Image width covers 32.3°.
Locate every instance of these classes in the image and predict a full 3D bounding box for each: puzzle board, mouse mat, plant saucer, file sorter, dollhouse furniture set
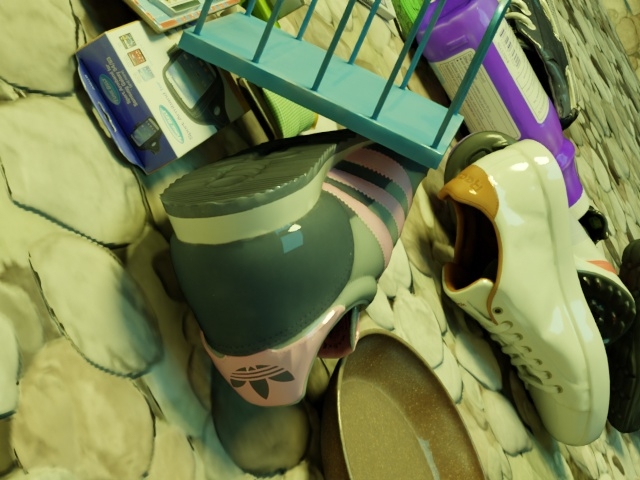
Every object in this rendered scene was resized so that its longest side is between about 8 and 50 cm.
[{"bbox_3d":[-0.107,-0.177,0.697,0.096,0.011,0.128,43,27,0],"label":"puzzle board"},{"bbox_3d":[0.091,-0.290,1.237,0.153,0.007,0.189,3,65,-63],"label":"mouse mat"},{"bbox_3d":[0.053,0.155,0.710,0.198,0.036,0.198,43,33,-37],"label":"plant saucer"},{"bbox_3d":[0.023,-0.137,0.683,0.170,0.104,0.118,27,22,4],"label":"file sorter"},{"bbox_3d":[-0.032,-0.149,0.798,0.151,0.059,0.076,60,25,-10],"label":"dollhouse furniture set"}]

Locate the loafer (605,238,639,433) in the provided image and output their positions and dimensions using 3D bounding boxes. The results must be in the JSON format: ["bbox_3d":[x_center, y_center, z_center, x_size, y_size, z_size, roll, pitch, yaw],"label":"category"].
[{"bbox_3d":[0.358,0.105,1.198,0.076,0.078,0.223,-136,-130,-66],"label":"loafer"}]

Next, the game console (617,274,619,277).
[{"bbox_3d":[0.343,0.033,1.286,0.071,0.107,0.122,26,22,12],"label":"game console"}]

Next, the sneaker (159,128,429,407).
[{"bbox_3d":[0.000,0.000,0.698,0.319,0.112,0.131,-32,114,-63],"label":"sneaker"}]

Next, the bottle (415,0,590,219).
[{"bbox_3d":[0.205,-0.139,1.209,0.283,0.092,0.118,56,23,-23],"label":"bottle"}]

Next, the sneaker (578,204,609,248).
[{"bbox_3d":[0.309,-0.007,1.314,0.067,0.078,0.188,65,24,-1],"label":"sneaker"}]

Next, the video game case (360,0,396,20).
[{"bbox_3d":[0.033,-0.276,1.101,0.122,0.011,0.087,16,52,-59],"label":"video game case"}]

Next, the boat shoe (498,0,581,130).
[{"bbox_3d":[0.225,-0.281,1.342,0.340,0.127,0.158,63,17,-4],"label":"boat shoe"}]

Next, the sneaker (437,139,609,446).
[{"bbox_3d":[0.169,0.065,0.987,0.106,0.123,0.290,14,-56,65],"label":"sneaker"}]

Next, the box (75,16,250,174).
[{"bbox_3d":[-0.093,-0.093,0.663,0.081,0.028,0.136,60,23,-10],"label":"box"}]

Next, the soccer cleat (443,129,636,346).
[{"bbox_3d":[0.207,-0.009,1.112,0.318,0.109,0.116,44,13,-36],"label":"soccer cleat"}]
